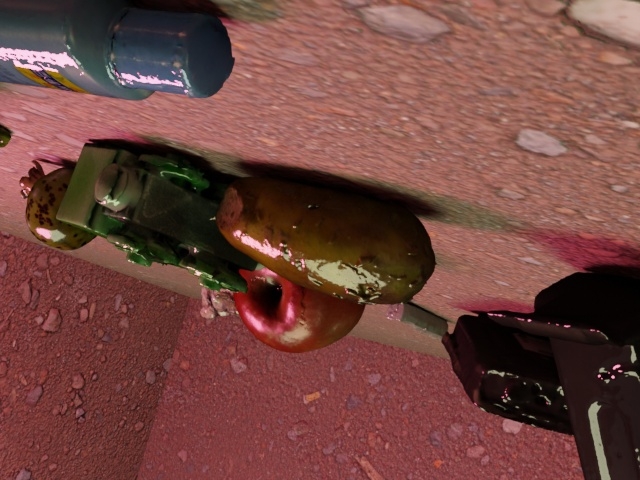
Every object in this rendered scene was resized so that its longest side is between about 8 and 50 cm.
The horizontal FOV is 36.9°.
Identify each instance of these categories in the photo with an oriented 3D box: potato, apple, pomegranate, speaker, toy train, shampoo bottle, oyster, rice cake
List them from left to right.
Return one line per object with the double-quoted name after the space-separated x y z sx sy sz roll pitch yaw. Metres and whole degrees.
-0.178 -0.133 0.632 0.258 0.061 0.104 11 172 26 "shampoo bottle"
-0.372 -0.056 1.359 0.161 0.122 0.122 37 180 21 "pomegranate"
-0.175 -0.026 1.126 0.243 0.132 0.188 25 172 -37 "toy train"
-0.137 0.098 1.872 0.351 0.158 0.162 -17 114 51 "oyster"
-0.024 0.065 1.308 0.181 0.181 0.168 9 -168 39 "apple"
0.000 0.000 1.010 0.251 0.113 0.149 12 175 12 "potato"
0.203 0.165 1.971 0.042 0.045 0.245 7 168 32 "rice cake"
0.332 0.203 1.027 0.184 0.388 0.180 -33 -157 -33 "speaker"

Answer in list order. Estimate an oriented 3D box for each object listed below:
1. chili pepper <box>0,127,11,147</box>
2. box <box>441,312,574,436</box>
-0.406 -0.132 1.211 0.027 0.022 0.083 -17 175 -8 "chili pepper"
0.398 0.228 1.623 0.359 0.091 0.350 15 -168 -3 "box"
